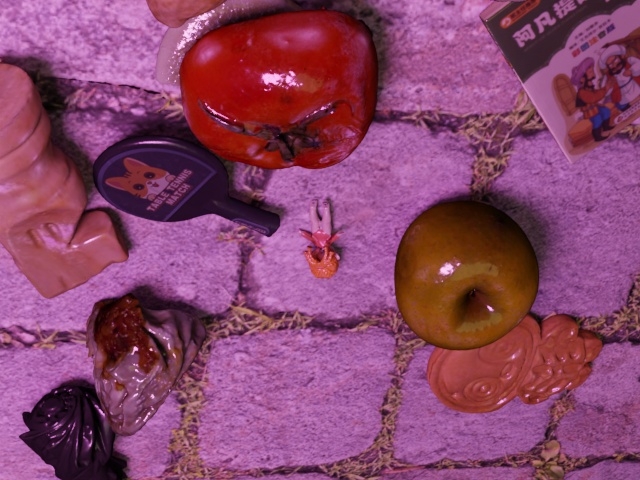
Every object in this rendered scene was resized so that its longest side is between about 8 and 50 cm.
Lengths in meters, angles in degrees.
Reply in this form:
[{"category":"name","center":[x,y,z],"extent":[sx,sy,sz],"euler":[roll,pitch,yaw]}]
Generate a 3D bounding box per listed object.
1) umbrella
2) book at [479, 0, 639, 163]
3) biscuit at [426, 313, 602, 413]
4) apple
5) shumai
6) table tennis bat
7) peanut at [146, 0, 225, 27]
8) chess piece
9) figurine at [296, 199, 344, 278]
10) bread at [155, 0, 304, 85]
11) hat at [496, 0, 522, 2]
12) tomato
[{"category":"umbrella","center":[-0.318,0.334,1.252],"extent":[0.118,0.118,0.340],"euler":[-14,128,-7]},{"category":"book","center":[0.335,-0.238,1.093],"extent":[0.202,0.027,0.264],"euler":[-35,128,10]},{"category":"biscuit","center":[0.303,0.191,1.387],"extent":[0.288,0.044,0.202],"euler":[6,122,-19]},{"category":"apple","center":[0.185,0.042,1.165],"extent":[0.196,0.157,0.197],"euler":[-8,126,-11]},{"category":"shumai","center":[-0.248,0.147,1.127],"extent":[0.142,0.184,0.184],"euler":[43,105,-12]},{"category":"table tennis bat","center":[-0.150,-0.056,1.047],"extent":[0.236,0.027,0.150],"euler":[23,139,-31]},{"category":"peanut","center":[-0.108,-0.292,0.881],"extent":[0.089,0.089,0.193],"euler":[26,114,-31]},{"category":"chess piece","center":[-0.318,-0.046,0.982],"extent":[0.137,0.137,0.301],"euler":[-19,141,-3]},{"category":"figurine","center":[0.000,0.000,1.152],"extent":[0.064,0.047,0.109],"euler":[4,122,15]},{"category":"bread","center":[-0.079,-0.219,0.971],"extent":[0.192,0.036,0.112],"euler":[-2,124,-17]},{"category":"hat","center":[0.197,-0.373,0.877],"extent":[0.128,0.265,0.266],"euler":[-36,138,-37]},{"category":"tomato","center":[-0.033,-0.140,0.963],"extent":[0.227,0.101,0.228],"euler":[-9,151,-5]}]
